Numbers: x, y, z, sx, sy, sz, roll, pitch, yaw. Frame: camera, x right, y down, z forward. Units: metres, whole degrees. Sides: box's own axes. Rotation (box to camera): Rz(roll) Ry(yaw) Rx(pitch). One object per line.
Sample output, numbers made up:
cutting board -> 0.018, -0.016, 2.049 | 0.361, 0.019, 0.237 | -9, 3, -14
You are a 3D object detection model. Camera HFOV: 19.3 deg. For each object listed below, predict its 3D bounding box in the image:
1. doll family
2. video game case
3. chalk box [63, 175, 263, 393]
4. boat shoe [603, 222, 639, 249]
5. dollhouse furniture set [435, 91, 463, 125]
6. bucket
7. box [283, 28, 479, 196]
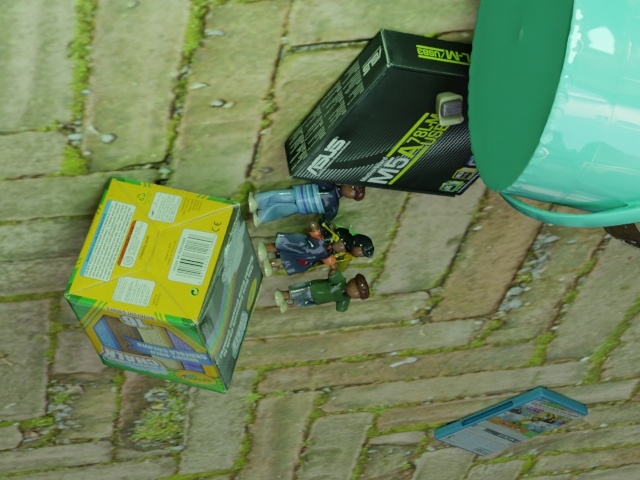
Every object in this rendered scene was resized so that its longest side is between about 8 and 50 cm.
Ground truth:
doll family -> 0.000, 0.000, 1.827 | 0.111, 0.076, 0.193 | -8, 151, 7
video game case -> 0.247, 0.236, 2.440 | 0.166, 0.015, 0.119 | -26, 149, 29
chalk box -> -0.139, 0.053, 1.777 | 0.132, 0.132, 0.213 | 12, 155, 12
boat shoe -> 0.393, -0.011, 1.937 | 0.257, 0.095, 0.095 | 19, 156, -34
dollhouse furniture set -> 0.151, -0.139, 1.546 | 0.091, 0.081, 0.114 | -11, 127, -18
bucket -> 0.232, -0.139, 1.415 | 0.183, 0.281, 0.281 | 8, 150, -12
box -> 0.090, -0.108, 1.674 | 0.184, 0.045, 0.190 | 4, 149, -30
